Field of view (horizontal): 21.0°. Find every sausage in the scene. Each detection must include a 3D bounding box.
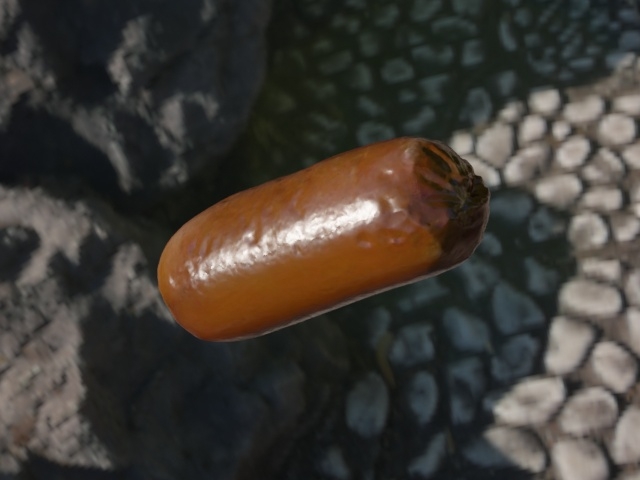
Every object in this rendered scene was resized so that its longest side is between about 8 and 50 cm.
[{"bbox_3d":[0.000,0.000,0.892,0.197,0.076,0.076,-20,48,36],"label":"sausage"}]
